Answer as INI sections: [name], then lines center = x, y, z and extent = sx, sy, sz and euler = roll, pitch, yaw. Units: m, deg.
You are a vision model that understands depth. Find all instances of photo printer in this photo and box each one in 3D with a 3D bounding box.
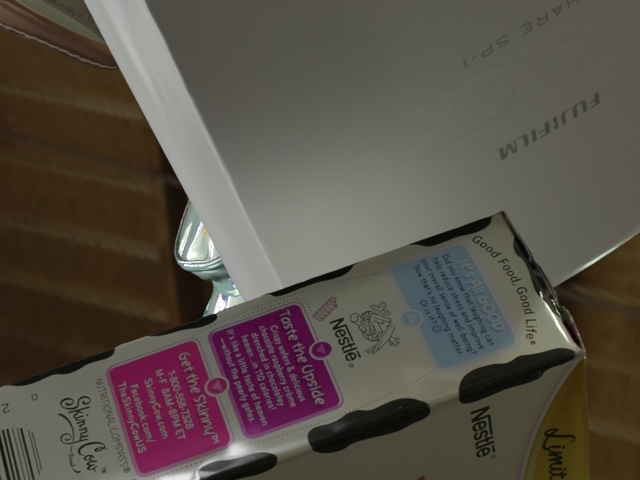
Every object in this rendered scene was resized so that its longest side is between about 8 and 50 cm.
[photo printer]
center = 0.056, -0.084, 0.612
extent = 0.107, 0.256, 0.307
euler = 55, -8, 37

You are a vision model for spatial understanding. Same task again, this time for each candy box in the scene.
[candy box]
center = -0.024, 0.100, 0.556
extent = 0.233, 0.071, 0.159
euler = -20, -42, -6

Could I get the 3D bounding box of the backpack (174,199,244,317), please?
[backpack]
center = 0.000, 0.000, 0.920
extent = 0.144, 0.188, 0.166
euler = 21, -13, -25

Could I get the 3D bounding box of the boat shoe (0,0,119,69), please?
[boat shoe]
center = -0.240, -0.199, 0.938
extent = 0.324, 0.123, 0.116
euler = 34, -41, -7
